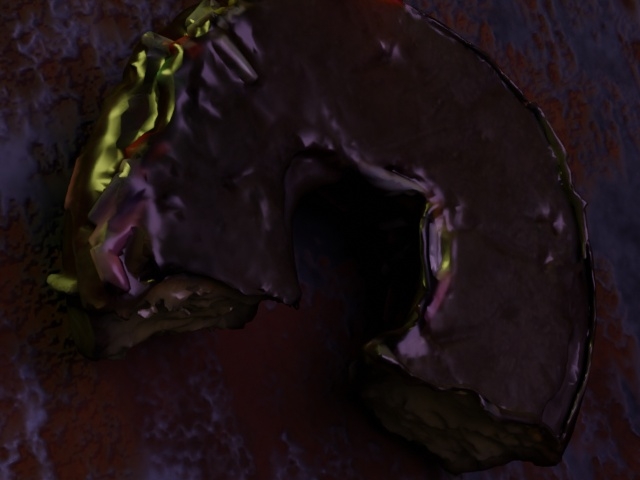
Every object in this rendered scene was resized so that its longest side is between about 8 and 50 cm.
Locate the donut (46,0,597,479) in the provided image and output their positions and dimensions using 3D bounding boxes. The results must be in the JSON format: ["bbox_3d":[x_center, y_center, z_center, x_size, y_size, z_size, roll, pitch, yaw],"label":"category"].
[{"bbox_3d":[0.007,-0.020,1.168,0.345,0.136,0.259,19,64,-28],"label":"donut"}]
